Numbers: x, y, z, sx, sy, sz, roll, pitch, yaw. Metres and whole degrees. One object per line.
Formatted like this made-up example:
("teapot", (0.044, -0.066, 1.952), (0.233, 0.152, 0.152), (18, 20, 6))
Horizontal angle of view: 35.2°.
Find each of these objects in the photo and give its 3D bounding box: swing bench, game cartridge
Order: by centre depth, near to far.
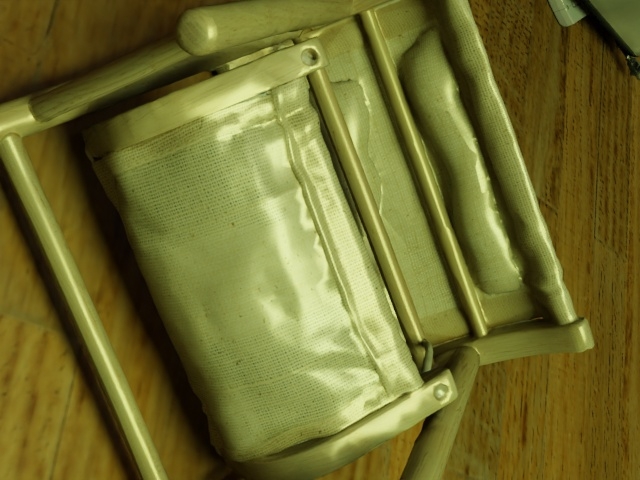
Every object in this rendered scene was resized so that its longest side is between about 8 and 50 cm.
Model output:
("swing bench", (0.000, 0.000, 0.543), (0.254, 0.165, 0.253), (-32, 104, -51))
("game cartridge", (0.225, -0.244, 0.941), (0.056, 0.017, 0.083), (-37, 108, -49))

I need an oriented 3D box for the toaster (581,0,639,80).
("toaster", (0.305, -0.277, 0.947), (0.185, 0.110, 0.168), (30, 58, -43))
